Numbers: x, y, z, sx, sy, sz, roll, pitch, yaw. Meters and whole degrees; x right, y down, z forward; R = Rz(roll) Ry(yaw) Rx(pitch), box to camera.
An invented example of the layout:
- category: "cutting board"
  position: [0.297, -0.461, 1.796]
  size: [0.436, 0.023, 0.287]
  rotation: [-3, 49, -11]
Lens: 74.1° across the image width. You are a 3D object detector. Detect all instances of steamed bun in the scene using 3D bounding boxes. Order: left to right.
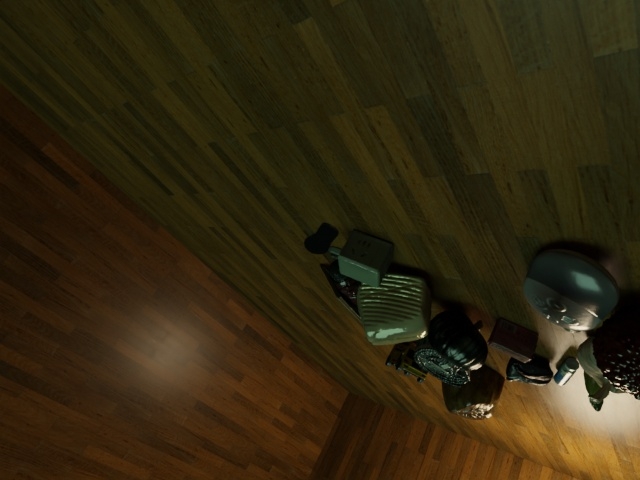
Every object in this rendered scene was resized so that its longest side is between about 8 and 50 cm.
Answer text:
- category: "steamed bun"
  position: [0.307, 0.282, 1.668]
  size: [0.291, 0.273, 0.272]
  rotation: [-10, 151, 28]

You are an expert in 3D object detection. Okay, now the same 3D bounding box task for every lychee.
- category: "lychee"
  position: [0.866, 0.290, 1.116]
  size: [0.265, 0.300, 0.264]
  rotation: [3, 108, 10]

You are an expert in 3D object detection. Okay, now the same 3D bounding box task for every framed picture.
- category: "framed picture"
  position: [0.104, 0.243, 1.915]
  size: [0.232, 0.019, 0.296]
  rotation: [48, -175, -30]

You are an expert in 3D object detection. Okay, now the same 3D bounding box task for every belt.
- category: "belt"
  position: [0.572, 0.520, 1.938]
  size: [0.295, 0.160, 0.207]
  rotation: [34, 137, -9]

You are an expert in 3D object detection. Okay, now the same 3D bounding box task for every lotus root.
- category: "lotus root"
  position: [0.763, 0.748, 2.081]
  size: [0.316, 0.250, 0.316]
  rotation: [16, 146, 11]

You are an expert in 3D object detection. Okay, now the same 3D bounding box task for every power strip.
- category: "power strip"
  position: [0.143, 0.060, 1.589]
  size: [0.224, 0.140, 0.139]
  rotation: [22, 153, 20]

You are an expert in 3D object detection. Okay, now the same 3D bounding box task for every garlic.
- category: "garlic"
  position: [0.916, 0.424, 1.332]
  size: [0.219, 0.212, 0.218]
  rotation: [30, 159, 13]

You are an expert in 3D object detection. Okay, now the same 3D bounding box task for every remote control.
- category: "remote control"
  position: [0.686, 0.142, 1.182]
  size: [0.221, 0.103, 0.332]
  rotation: [34, 157, 30]

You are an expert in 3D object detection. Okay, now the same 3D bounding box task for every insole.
- category: "insole"
  position: [0.000, 0.000, 1.784]
  size: [0.109, 0.007, 0.322]
  rotation: [31, 154, -4]

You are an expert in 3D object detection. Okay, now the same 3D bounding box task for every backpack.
- category: "backpack"
  position: [0.838, 0.517, 1.703]
  size: [0.165, 0.105, 0.120]
  rotation: [11, 130, 4]

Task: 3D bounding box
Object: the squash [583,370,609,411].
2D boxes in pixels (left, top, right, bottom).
- category: "squash"
  position: [1.005, 0.548, 1.543]
  size: [0.105, 0.132, 0.105]
  rotation: [23, 155, 12]

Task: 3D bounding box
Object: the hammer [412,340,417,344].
- category: "hammer"
  position: [0.464, 0.499, 2.140]
  size: [0.427, 0.044, 0.152]
  rotation: [24, 154, 12]

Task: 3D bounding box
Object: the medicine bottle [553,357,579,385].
- category: "medicine bottle"
  position: [0.943, 0.506, 1.629]
  size: [0.051, 0.051, 0.191]
  rotation: [18, 152, 26]

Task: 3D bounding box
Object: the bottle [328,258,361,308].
- category: "bottle"
  position: [0.138, 0.173, 1.804]
  size: [0.271, 0.143, 0.156]
  rotation: [47, -171, -35]

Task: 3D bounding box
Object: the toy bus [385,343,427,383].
- category: "toy bus"
  position: [0.447, 0.612, 2.165]
  size: [0.145, 0.151, 0.331]
  rotation: [29, 169, 0]

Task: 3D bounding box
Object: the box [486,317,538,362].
- category: "box"
  position: [0.711, 0.369, 1.566]
  size: [0.156, 0.111, 0.060]
  rotation: [25, 154, 16]

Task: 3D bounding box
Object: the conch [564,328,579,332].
- category: "conch"
  position: [0.807, 0.262, 1.339]
  size: [0.076, 0.056, 0.085]
  rotation: [8, 149, 16]

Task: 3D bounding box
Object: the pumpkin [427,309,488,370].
- category: "pumpkin"
  position: [0.544, 0.382, 1.654]
  size: [0.250, 0.216, 0.250]
  rotation: [50, -167, -15]
